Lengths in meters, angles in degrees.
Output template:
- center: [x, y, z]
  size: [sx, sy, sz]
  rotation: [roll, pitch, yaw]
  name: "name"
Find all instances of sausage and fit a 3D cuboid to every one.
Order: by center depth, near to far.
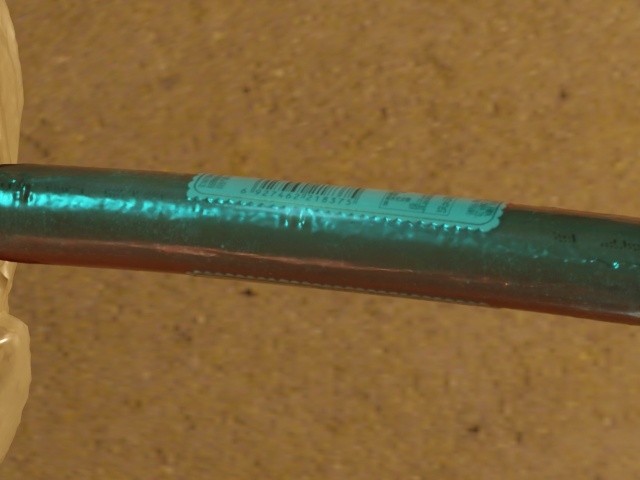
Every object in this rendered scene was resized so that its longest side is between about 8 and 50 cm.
- center: [0.000, 0.000, 0.583]
  size: [0.034, 0.253, 0.034]
  rotation: [6, 90, -71]
  name: "sausage"

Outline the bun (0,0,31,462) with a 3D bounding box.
- center: [-0.244, 0.027, 0.748]
  size: [0.211, 0.360, 0.359]
  rotation: [40, 68, -44]
  name: "bun"
